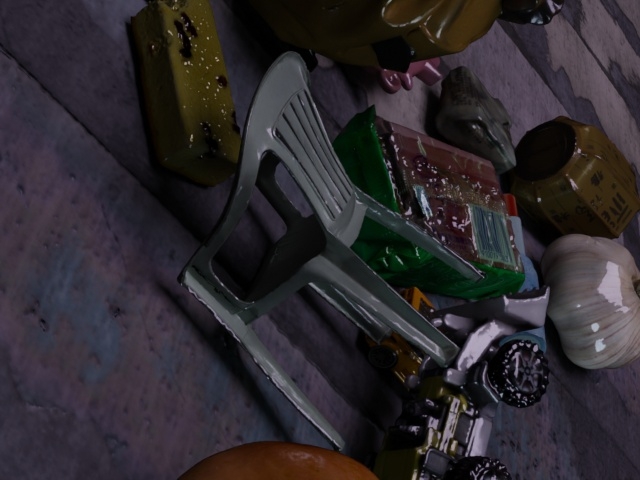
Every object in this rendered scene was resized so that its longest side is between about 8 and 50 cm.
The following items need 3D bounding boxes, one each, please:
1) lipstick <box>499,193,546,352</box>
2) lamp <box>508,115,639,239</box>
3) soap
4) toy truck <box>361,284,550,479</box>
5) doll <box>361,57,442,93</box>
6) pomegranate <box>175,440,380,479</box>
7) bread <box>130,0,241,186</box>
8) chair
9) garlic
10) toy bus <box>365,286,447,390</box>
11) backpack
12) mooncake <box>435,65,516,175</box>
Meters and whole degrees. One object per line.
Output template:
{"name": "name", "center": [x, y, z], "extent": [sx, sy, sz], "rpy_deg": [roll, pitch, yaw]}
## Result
{"name": "lipstick", "center": [0.243, 0.036, 1.543], "extent": [0.068, 0.061, 0.274], "rpy_deg": [45, 30, -33]}
{"name": "lamp", "center": [0.366, -0.082, 1.744], "extent": [0.185, 0.161, 0.161], "rpy_deg": [38, 38, -37]}
{"name": "soap", "center": [0.129, -0.023, 1.366], "extent": [0.273, 0.098, 0.218], "rpy_deg": [12, 57, -55]}
{"name": "toy truck", "center": [0.122, 0.156, 1.115], "extent": [0.111, 0.136, 0.286], "rpy_deg": [32, 63, -25]}
{"name": "doll", "center": [0.073, -0.286, 1.488], "extent": [0.211, 0.093, 0.262], "rpy_deg": [31, 45, -32]}
{"name": "pomegranate", "center": [-0.026, 0.236, 0.804], "extent": [0.209, 0.209, 0.209], "rpy_deg": [38, 38, -38]}
{"name": "bread", "center": [-0.127, -0.163, 1.112], "extent": [0.088, 0.049, 0.226], "rpy_deg": [18, 51, -52]}
{"name": "chair", "center": [0.000, 0.000, 1.043], "extent": [0.274, 0.190, 0.203], "rpy_deg": [43, 34, -11]}
{"name": "garlic", "center": [0.419, 0.062, 1.642], "extent": [0.199, 0.226, 0.199], "rpy_deg": [31, 46, -38]}
{"name": "toy bus", "center": [0.116, 0.126, 1.247], "extent": [0.162, 0.074, 0.069], "rpy_deg": [49, 31, -23]}
{"name": "backpack", "center": [0.096, -0.351, 1.273], "extent": [0.201, 0.353, 0.378], "rpy_deg": [38, 78, -40]}
{"name": "mooncake", "center": [0.203, -0.157, 1.619], "extent": [0.130, 0.073, 0.125], "rpy_deg": [48, 29, -29]}
